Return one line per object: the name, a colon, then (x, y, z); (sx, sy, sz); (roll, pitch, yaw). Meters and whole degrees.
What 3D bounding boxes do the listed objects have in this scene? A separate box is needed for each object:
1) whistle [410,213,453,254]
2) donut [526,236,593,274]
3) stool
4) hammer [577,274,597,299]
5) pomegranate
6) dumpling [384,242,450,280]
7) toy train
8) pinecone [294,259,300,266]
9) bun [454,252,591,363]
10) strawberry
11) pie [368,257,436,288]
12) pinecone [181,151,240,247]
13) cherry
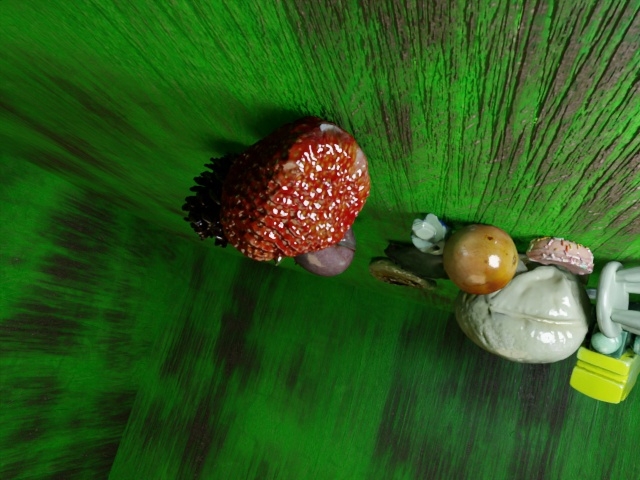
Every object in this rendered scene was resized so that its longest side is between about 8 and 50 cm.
whistle: (0.300, -0.016, 1.386); (0.110, 0.092, 0.244); (-22, 157, 25)
donut: (0.606, 0.036, 1.263); (0.165, 0.065, 0.117); (17, 172, -10)
stool: (0.797, 0.150, 1.232); (0.198, 0.196, 0.195); (1, 162, 43)
hammer: (0.784, 0.136, 1.594); (0.158, 0.041, 0.226); (10, 169, 24)
pomegranate: (0.407, 0.044, 1.315); (0.191, 0.192, 0.191); (16, 170, 3)
dumpling: (0.371, 0.066, 1.758); (0.331, 0.086, 0.166); (13, -158, 17)
toy train: (0.872, 0.311, 1.506); (0.179, 0.273, 0.441); (18, -163, 39)
pinecone: (-0.073, 0.051, 2.281); (0.120, 0.140, 0.140); (-14, 165, 7)
bun: (0.557, 0.162, 1.410); (0.364, 0.220, 0.365); (-7, -153, 4)
strawberry: (-0.044, -0.118, 1.066); (0.311, 0.267, 0.351); (-7, 150, -28)
pie: (0.367, 0.159, 2.295); (0.338, 0.077, 0.339); (16, 171, 3)
pinecone: (-0.230, -0.109, 1.329); (0.224, 0.272, 0.224); (52, 180, 0)
cherry: (0.000, 0.000, 1.618); (0.212, 0.236, 0.285); (-27, -151, -34)
